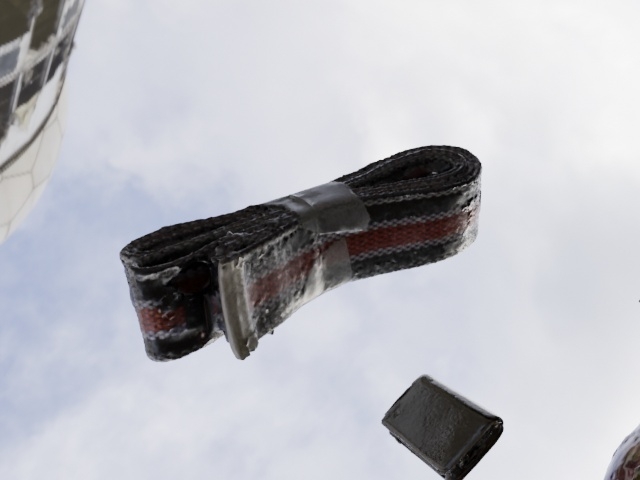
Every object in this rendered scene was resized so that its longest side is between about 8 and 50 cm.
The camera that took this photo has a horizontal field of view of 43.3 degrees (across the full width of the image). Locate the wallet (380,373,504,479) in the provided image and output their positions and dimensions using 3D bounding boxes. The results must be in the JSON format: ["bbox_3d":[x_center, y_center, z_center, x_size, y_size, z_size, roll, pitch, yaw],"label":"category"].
[{"bbox_3d":[0.162,0.253,1.112,0.110,0.198,0.031,-46,-69,-8],"label":"wallet"}]

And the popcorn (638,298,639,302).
[{"bbox_3d":[0.561,0.108,1.324,0.059,0.083,0.068,-43,-116,0],"label":"popcorn"}]

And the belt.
[{"bbox_3d":[0.000,0.000,0.707,0.360,0.126,0.094,-20,-65,-30],"label":"belt"}]

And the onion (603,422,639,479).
[{"bbox_3d":[0.479,0.317,0.802,0.385,0.348,0.347,39,-126,-20],"label":"onion"}]
